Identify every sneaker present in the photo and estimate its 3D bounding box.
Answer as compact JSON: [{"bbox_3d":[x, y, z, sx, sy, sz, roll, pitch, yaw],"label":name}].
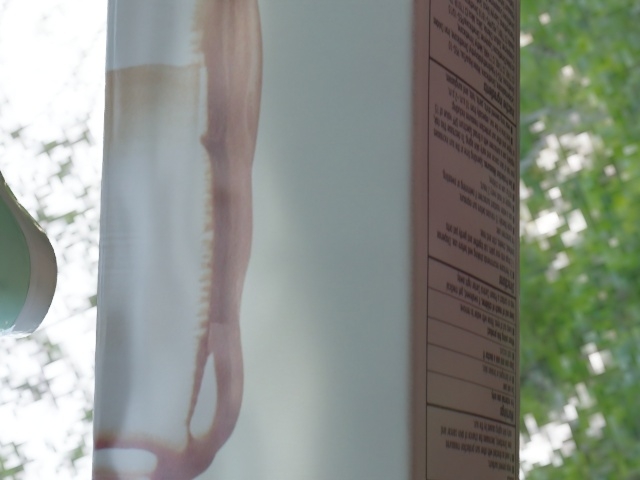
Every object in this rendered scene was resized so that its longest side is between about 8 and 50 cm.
[{"bbox_3d":[-0.271,-0.038,1.117,0.151,0.094,0.256,13,-160,-42],"label":"sneaker"}]

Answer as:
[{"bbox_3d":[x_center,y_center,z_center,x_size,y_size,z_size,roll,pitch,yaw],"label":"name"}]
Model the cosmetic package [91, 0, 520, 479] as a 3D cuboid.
[{"bbox_3d":[0.000,0.000,0.738,0.153,0.129,0.296,28,-119,-67],"label":"cosmetic package"}]
